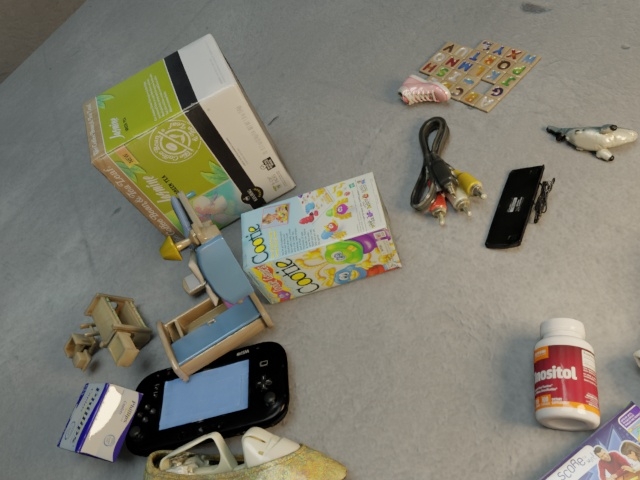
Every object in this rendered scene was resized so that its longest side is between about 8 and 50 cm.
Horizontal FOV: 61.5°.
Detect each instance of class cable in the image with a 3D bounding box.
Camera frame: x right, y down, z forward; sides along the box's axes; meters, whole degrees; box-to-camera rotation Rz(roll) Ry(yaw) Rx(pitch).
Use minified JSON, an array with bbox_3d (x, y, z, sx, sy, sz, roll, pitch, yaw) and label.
[{"bbox_3d":[0.245,-0.146,1.133,0.139,0.072,0.287,-31,36,21],"label":"cable"}]

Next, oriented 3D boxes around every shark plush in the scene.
[{"bbox_3d":[0.529,-0.202,1.060,0.067,0.073,0.161,-37,27,-31],"label":"shark plush"}]

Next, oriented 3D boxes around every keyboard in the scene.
[{"bbox_3d":[0.386,-0.059,1.020,0.100,0.038,0.192,-3,54,49],"label":"keyboard"}]

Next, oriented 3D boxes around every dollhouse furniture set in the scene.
[{"bbox_3d":[-0.432,0.233,1.125,0.182,0.101,0.161,44,105,38],"label":"dollhouse furniture set"},{"bbox_3d":[-0.263,0.052,0.994,0.198,0.303,0.286,-31,45,-10],"label":"dollhouse furniture set"}]

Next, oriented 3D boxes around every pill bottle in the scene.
[{"bbox_3d":[0.365,0.198,0.804,0.086,0.086,0.152,-2,56,21],"label":"pill bottle"}]

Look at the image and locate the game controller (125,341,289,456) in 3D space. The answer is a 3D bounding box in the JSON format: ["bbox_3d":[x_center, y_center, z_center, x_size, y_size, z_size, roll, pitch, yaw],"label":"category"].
[{"bbox_3d":[-0.207,0.288,0.987,0.319,0.067,0.166,-17,52,10],"label":"game controller"}]

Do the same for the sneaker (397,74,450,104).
[{"bbox_3d":[0.236,-0.340,1.259,0.070,0.051,0.134,-45,49,-10],"label":"sneaker"}]

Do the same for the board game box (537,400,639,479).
[{"bbox_3d":[0.402,0.334,0.726,0.201,0.035,0.136,-36,51,-5],"label":"board game box"}]

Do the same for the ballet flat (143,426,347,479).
[{"bbox_3d":[-0.134,0.362,0.863,0.349,0.123,0.123,-15,53,16],"label":"ballet flat"}]

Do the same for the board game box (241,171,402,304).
[{"bbox_3d":[0.000,0.000,1.055,0.275,0.142,0.144,-16,51,10],"label":"board game box"}]

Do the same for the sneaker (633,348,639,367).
[{"bbox_3d":[0.536,0.126,0.772,0.169,0.108,0.292,-9,55,13],"label":"sneaker"}]

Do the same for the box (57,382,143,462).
[{"bbox_3d":[-0.411,0.334,0.999,0.137,0.072,0.126,-18,47,47],"label":"box"}]

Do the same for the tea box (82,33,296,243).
[{"bbox_3d":[-0.282,-0.206,1.196,0.324,0.329,0.220,-29,51,3],"label":"tea box"}]

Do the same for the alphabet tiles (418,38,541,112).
[{"bbox_3d":[0.362,-0.408,1.281,0.198,0.009,0.237,-45,53,-12],"label":"alphabet tiles"}]
